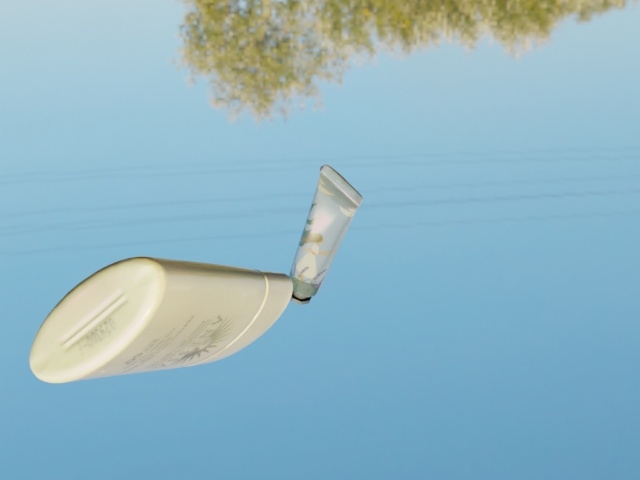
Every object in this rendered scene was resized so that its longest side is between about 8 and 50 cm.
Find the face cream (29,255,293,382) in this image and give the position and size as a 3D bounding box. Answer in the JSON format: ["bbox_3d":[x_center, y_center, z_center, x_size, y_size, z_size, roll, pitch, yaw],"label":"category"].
[{"bbox_3d":[-0.158,0.087,1.028,0.174,0.081,0.348,-38,165,12],"label":"face cream"}]

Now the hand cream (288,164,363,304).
[{"bbox_3d":[0.000,0.000,1.442,0.055,0.256,0.088,-20,-124,-39],"label":"hand cream"}]
